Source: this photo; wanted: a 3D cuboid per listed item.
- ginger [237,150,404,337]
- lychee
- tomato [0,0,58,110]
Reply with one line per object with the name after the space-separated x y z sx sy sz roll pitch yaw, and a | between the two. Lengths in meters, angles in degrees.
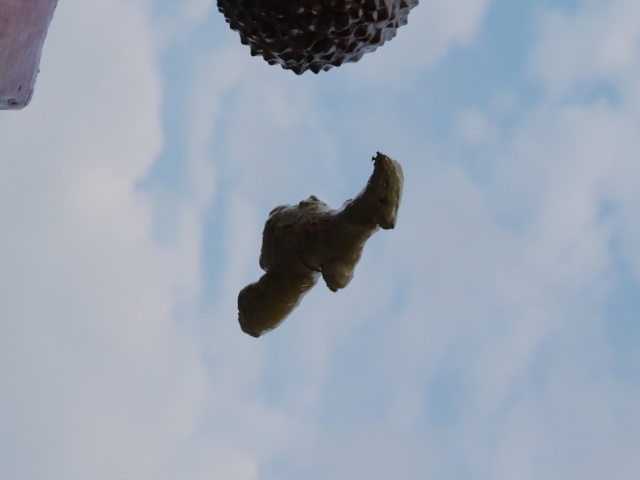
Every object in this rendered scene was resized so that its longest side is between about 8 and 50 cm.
0.000 0.000 2.031 0.334 0.081 0.147 -33 -133 41 | ginger
0.000 -0.326 1.825 0.304 0.276 0.275 -21 -105 51 | lychee
-0.292 -0.230 1.017 0.176 0.290 0.335 -50 -116 29 | tomato
